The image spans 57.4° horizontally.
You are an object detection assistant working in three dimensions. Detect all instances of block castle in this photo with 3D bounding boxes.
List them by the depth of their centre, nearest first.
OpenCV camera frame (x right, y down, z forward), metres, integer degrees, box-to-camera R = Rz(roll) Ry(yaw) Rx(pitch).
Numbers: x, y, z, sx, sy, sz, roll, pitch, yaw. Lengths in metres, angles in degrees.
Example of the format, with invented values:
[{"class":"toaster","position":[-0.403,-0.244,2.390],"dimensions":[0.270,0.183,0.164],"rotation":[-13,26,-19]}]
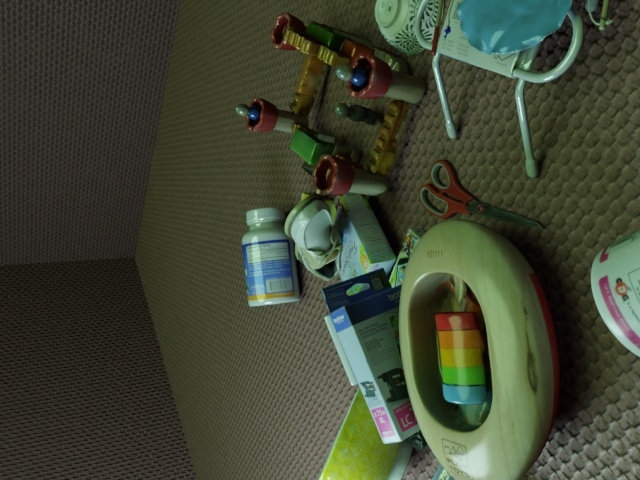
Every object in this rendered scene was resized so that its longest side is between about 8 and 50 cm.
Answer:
[{"class":"block castle","position":[-0.005,-0.315,1.308],"dimensions":[0.453,0.212,0.303],"rotation":[47,123,47]}]

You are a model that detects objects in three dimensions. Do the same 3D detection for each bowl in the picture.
[{"class":"bowl","position":[0.163,-0.465,1.178],"dimensions":[0.170,0.080,0.170],"rotation":[8,99,58]},{"class":"bowl","position":[0.107,0.451,1.258],"dimensions":[0.156,0.289,0.289],"rotation":[23,122,9]}]

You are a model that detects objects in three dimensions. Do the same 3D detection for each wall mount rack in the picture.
[{"class":"wall mount rack","position":[0.288,-0.284,0.948],"dimensions":[0.350,0.130,0.304],"rotation":[44,126,49]}]

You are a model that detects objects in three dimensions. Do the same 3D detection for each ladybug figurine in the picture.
[{"class":"ladybug figurine","position":[0.270,0.187,0.977],"dimensions":[0.305,0.161,0.449],"rotation":[-5,88,59]}]

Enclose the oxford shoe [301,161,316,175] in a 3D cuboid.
[{"class":"oxford shoe","position":[0.039,-0.172,1.436],"dimensions":[0.076,0.076,0.212],"rotation":[-51,47,-4]}]

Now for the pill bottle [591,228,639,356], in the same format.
[{"class":"pill bottle","position":[0.462,0.022,0.637],"dimensions":[0.283,0.160,0.160],"rotation":[-45,55,53]}]

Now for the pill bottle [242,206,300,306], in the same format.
[{"class":"pill bottle","position":[-0.146,0.048,1.682],"dimensions":[0.152,0.152,0.272],"rotation":[-17,78,59]}]

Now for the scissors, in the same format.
[{"class":"scissors","position":[0.282,-0.054,1.079],"dimensions":[0.297,0.021,0.109],"rotation":[46,128,47]}]

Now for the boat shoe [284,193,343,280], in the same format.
[{"class":"boat shoe","position":[0.000,0.000,1.275],"dimensions":[0.103,0.113,0.302],"rotation":[46,170,18]}]

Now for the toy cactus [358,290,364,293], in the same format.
[{"class":"toy cactus","position":[0.106,0.214,1.314],"dimensions":[0.219,0.112,0.180],"rotation":[62,175,-12]}]

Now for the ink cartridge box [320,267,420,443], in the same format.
[{"class":"ink cartridge box","position":[0.138,0.204,1.126],"dimensions":[0.065,0.185,0.311],"rotation":[-39,71,50]}]

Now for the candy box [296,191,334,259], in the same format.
[{"class":"candy box","position":[-0.011,-0.026,1.544],"dimensions":[0.109,0.053,0.187],"rotation":[28,115,55]}]

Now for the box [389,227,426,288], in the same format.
[{"class":"box","position":[0.195,0.090,1.219],"dimensions":[0.114,0.036,0.207],"rotation":[51,134,45]}]

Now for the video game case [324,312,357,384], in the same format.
[{"class":"video game case","position":[0.059,0.229,1.303],"dimensions":[0.019,0.143,0.157],"rotation":[-23,86,13]}]

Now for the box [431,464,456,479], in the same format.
[{"class":"box","position":[0.281,0.510,1.093],"dimensions":[0.183,0.059,0.233],"rotation":[51,135,44]}]

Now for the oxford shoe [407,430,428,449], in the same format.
[{"class":"oxford shoe","position":[0.183,0.300,1.199],"dimensions":[0.227,0.096,0.083],"rotation":[65,158,8]}]

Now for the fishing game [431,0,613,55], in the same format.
[{"class":"fishing game","position":[0.278,-0.345,0.815],"dimensions":[0.264,0.041,0.189],"rotation":[2,81,44]}]

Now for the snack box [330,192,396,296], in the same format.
[{"class":"snack box","position":[0.083,0.012,1.343],"dimensions":[0.174,0.070,0.207],"rotation":[107,145,-52]}]
